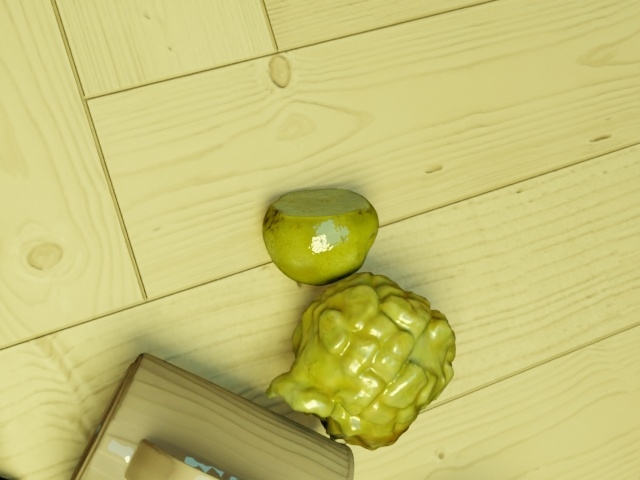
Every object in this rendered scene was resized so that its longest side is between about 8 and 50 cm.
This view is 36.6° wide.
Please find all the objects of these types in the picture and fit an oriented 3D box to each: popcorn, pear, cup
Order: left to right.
[{"bbox_3d":[-0.120,0.276,1.023,0.273,0.288,0.208,28,106,-8],"label":"cup"},{"bbox_3d":[0.000,0.000,1.172,0.141,0.141,0.104,-6,112,-20],"label":"pear"},{"bbox_3d":[0.047,0.148,1.134,0.181,0.235,0.217,40,69,16],"label":"popcorn"}]

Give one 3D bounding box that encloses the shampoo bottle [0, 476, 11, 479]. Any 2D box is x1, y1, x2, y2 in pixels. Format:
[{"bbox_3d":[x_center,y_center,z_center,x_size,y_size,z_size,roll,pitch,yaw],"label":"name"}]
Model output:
[{"bbox_3d":[-0.398,0.245,0.959,0.104,0.104,0.278,-63,149,-12],"label":"shampoo bottle"}]
